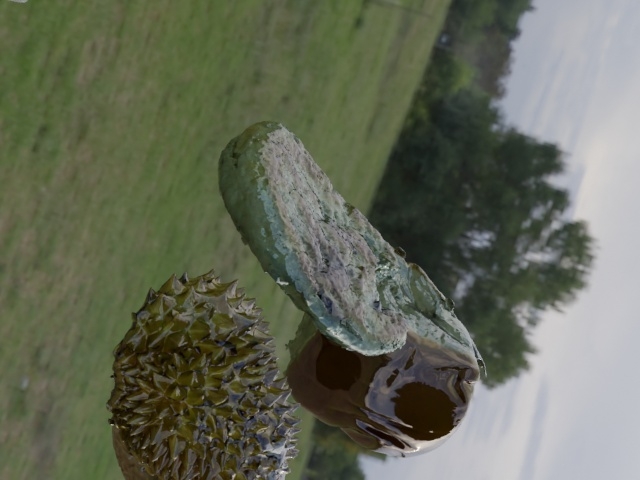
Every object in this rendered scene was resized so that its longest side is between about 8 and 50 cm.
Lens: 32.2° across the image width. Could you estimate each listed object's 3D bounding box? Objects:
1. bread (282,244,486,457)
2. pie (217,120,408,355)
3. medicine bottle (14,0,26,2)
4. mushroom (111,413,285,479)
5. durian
[{"bbox_3d":[0.095,0.164,1.613,0.250,0.279,0.225,-60,180,37],"label":"bread"},{"bbox_3d":[-0.005,-0.006,1.229,0.067,0.302,0.302,-31,-168,20],"label":"pie"},{"bbox_3d":[-0.652,-0.527,1.875,0.208,0.340,0.208,-169,-90,-74],"label":"medicine bottle"},{"bbox_3d":[-0.182,0.319,1.457,0.267,0.267,0.254,101,-17,-68],"label":"mushroom"},{"bbox_3d":[-0.088,0.140,0.977,0.183,0.138,0.249,-45,139,-17],"label":"durian"}]
